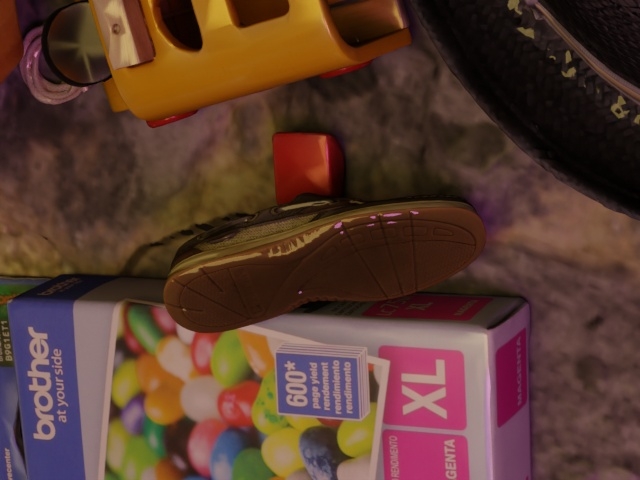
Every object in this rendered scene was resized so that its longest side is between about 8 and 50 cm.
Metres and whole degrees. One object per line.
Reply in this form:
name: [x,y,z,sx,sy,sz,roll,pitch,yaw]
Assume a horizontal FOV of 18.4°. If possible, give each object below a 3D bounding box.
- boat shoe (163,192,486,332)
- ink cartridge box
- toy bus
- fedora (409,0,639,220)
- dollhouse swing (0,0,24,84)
boat shoe: [0.000,0.000,0.923,0.152,0.049,0.056,-11,130,3]
ink cartridge box: [-0.047,0.115,0.995,0.311,0.065,0.186,3,105,26]
toy bus: [-0.063,-0.106,0.914,0.191,0.104,0.202,32,115,15]
fedora: [0.138,-0.168,0.677,0.334,0.152,0.334,-1,87,21]
dollhouse swing: [-0.327,-0.206,0.868,0.305,0.315,0.347,8,128,19]
